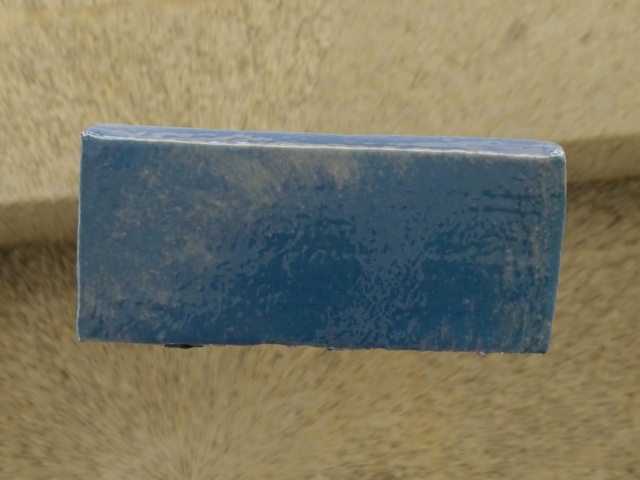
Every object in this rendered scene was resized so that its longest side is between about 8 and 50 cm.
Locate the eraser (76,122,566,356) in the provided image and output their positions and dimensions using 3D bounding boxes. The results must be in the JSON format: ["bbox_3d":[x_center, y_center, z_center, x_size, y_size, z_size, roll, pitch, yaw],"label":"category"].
[{"bbox_3d":[0.000,0.000,1.262,0.312,0.042,0.144,1,-73,-6],"label":"eraser"}]
